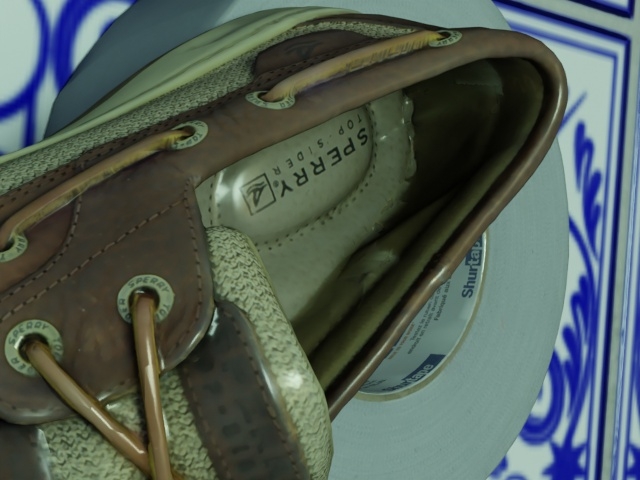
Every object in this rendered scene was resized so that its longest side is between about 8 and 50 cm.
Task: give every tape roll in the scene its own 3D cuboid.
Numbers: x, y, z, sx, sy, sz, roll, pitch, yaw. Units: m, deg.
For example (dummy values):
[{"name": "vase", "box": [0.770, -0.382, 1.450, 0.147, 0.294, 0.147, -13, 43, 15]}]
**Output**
[{"name": "tape roll", "box": [0.000, 0.000, 0.628, 0.219, 0.072, 0.219, 0, 91, -45]}]

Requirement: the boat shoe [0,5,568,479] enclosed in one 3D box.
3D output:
[{"name": "boat shoe", "box": [-0.050, 0.032, 0.441, 0.342, 0.123, 0.123, -38, 116, -39]}]
